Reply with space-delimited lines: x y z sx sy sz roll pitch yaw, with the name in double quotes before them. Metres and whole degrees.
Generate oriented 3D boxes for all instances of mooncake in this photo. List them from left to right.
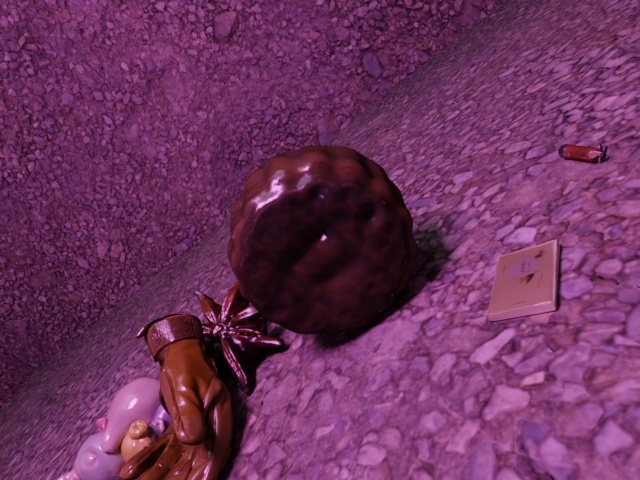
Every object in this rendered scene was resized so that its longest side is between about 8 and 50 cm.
"mooncake" 0.000 0.000 0.681 0.290 0.290 0.161 -36 21 11

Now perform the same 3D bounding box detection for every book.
"book" 0.243 0.046 0.528 0.077 0.014 0.111 -22 25 42

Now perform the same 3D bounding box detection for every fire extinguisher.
"fire extinguisher" 0.384 -0.129 0.642 0.022 0.028 0.083 -8 17 -7

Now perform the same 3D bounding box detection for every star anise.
"star anise" -0.173 0.190 0.858 0.272 0.102 0.272 -14 54 20

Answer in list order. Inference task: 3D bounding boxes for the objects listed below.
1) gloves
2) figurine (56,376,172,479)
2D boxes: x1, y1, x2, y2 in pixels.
"gloves" -0.214 0.265 0.690 0.154 0.141 0.331 -37 45 13
"figurine" -0.345 0.365 0.766 0.155 0.127 0.235 5 37 20
